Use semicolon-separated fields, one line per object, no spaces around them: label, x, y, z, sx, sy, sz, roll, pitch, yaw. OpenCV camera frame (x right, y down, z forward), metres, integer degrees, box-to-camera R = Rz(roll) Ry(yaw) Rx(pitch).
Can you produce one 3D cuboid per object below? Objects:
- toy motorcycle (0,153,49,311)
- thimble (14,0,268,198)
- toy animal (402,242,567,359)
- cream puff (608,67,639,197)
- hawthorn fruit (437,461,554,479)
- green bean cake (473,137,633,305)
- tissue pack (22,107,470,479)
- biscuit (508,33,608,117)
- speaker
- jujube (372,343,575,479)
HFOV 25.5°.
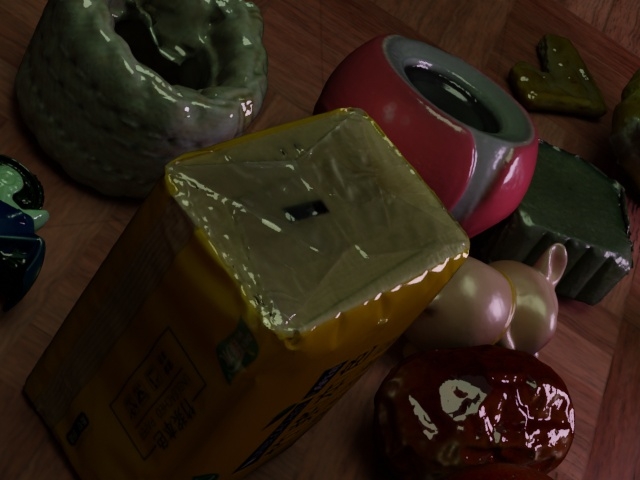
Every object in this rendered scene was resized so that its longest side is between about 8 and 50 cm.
toy motorcycle;-0.414;-0.007;1.461;0.331;0.125;0.196;-9;57;-44
thimble;-0.210;-0.204;1.722;0.292;0.195;0.291;23;43;-22
toy animal;0.189;0.088;1.743;0.248;0.165;0.149;-2;78;-46
cream puff;0.626;-0.174;2.140;0.378;0.378;0.275;36;63;-1
hawthorn fruit;0.166;0.335;1.475;0.250;0.215;0.215;6;49;-28
green bean cake;0.321;-0.035;1.980;0.223;0.125;0.227;16;43;-18
tissue pack;-0.081;0.081;1.406;0.293;0.382;0.228;-23;70;-45
biscuit;0.370;-0.271;2.292;0.183;0.039;0.174;0;54;-35
speaker;0.140;-0.128;1.832;0.294;0.294;0.294;19;44;-19
jujube;0.177;0.205;1.627;0.250;0.174;0.174;4;51;-28
